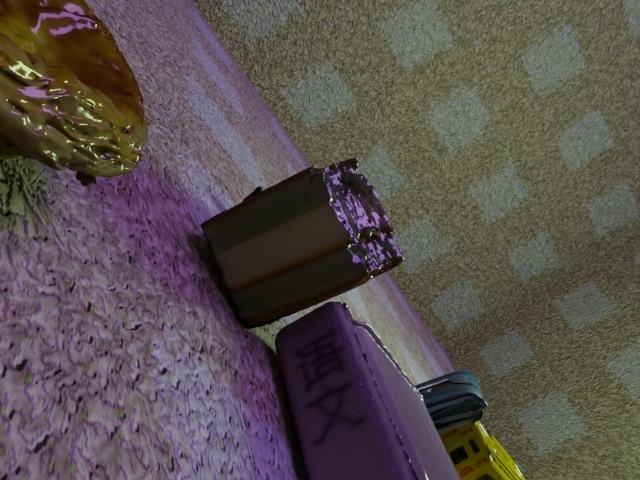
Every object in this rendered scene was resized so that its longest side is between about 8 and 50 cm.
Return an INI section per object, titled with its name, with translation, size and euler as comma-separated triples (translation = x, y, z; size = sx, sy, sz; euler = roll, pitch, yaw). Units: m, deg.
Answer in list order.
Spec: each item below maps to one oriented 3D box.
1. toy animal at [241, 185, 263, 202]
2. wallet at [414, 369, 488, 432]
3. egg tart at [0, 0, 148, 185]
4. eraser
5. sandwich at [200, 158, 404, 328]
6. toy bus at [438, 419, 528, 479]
[toy animal]
translation = -0.099, -0.014, 0.908
size = 0.105, 0.070, 0.202
euler = 55, 11, -10
[wallet]
translation = 0.256, 0.342, 1.254
size = 0.250, 0.176, 0.075
euler = 13, 57, -78
[egg tart]
translation = -0.244, -0.149, 0.398
size = 0.295, 0.116, 0.295
euler = 54, 11, -15
[eraser]
translation = 0.085, 0.278, 0.684
size = 0.272, 0.122, 0.359
euler = 53, 9, -37
[sandwich]
translation = 0.000, -0.001, 0.783
size = 0.155, 0.198, 0.227
euler = 67, 20, 3
[toy bus]
translation = 0.354, 0.514, 1.273
size = 0.330, 0.144, 0.152
euler = 50, 10, -34
